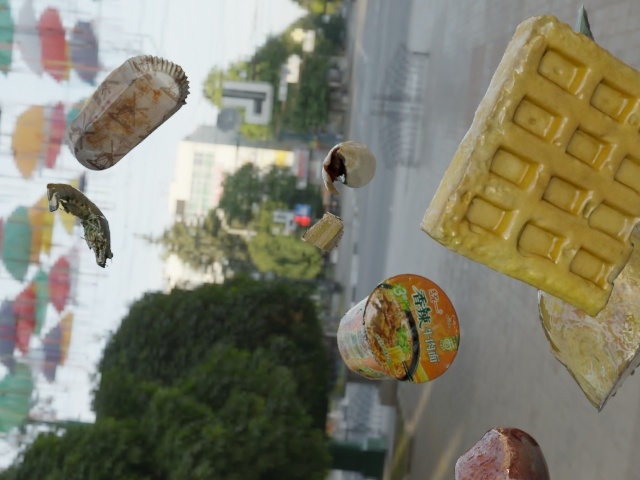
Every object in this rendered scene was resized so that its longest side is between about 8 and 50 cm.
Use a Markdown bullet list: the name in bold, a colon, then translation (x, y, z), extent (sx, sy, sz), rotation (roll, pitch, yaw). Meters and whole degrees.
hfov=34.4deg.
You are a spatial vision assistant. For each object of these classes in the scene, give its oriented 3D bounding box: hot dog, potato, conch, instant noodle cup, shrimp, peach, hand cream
- **hot dog**: translation (-0.329, -0.211, 1.729), extent (0.252, 0.131, 0.069), rotation (-41, 30, 20)
- **potato**: translation (0.494, 0.110, 1.837), extent (0.289, 0.237, 0.301), rotation (-43, -22, -23)
- **conch**: translation (0.051, -0.139, 1.964), extent (0.176, 0.104, 0.094), rotation (-47, -59, -79)
- **instant noodle cup**: translation (0.151, 0.197, 2.185), extent (0.182, 0.230, 0.230), rotation (-27, 53, 61)
- **shrimp**: translation (-0.441, -0.035, 1.889), extent (0.150, 0.051, 0.217), rotation (41, -168, -44)
- **peach**: translation (0.284, 0.363, 1.574), extent (0.152, 0.152, 0.152), rotation (6, -90, -90)
- **hand cream**: translation (0.493, -0.307, 1.867), extent (0.248, 0.052, 0.075), rotation (52, -159, -44)

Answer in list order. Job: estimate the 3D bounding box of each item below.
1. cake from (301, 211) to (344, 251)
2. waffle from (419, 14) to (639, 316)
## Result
- **cake**: translation (0.000, 0.000, 1.887), extent (0.065, 0.052, 0.121), rotation (-63, -9, 27)
- **waffle**: translation (0.245, -0.072, 1.053), extent (0.248, 0.221, 0.055), rotation (-63, 21, 3)
